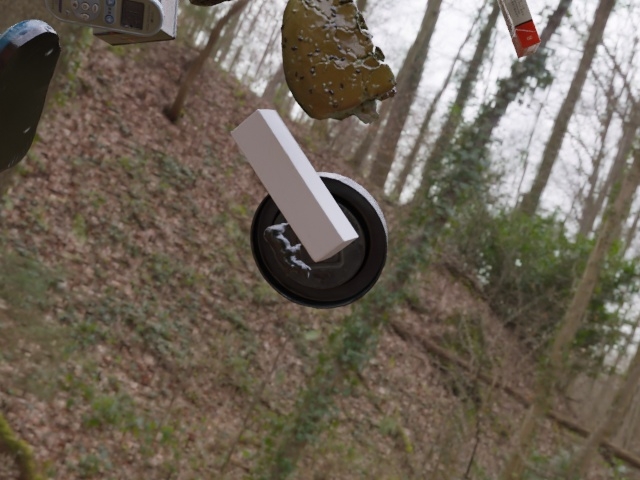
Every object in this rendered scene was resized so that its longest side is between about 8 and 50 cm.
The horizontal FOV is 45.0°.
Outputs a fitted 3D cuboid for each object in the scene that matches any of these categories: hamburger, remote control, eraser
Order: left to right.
[{"bbox_3d":[-0.448,-0.486,1.618,0.244,0.087,0.047,9,24,-7],"label":"remote control"},{"bbox_3d":[-0.049,-0.106,1.460,0.298,0.078,0.076,56,24,7],"label":"eraser"},{"bbox_3d":[0.016,-0.331,1.397,0.288,0.192,0.168,61,-3,5],"label":"hamburger"}]

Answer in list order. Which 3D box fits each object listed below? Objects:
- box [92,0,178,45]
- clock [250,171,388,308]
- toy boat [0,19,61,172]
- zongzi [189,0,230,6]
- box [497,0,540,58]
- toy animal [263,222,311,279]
[{"bbox_3d":[-0.446,-0.644,1.894,0.198,0.310,0.084,1,-6,23],"label":"box"},{"bbox_3d":[-0.001,0.000,1.766,0.318,0.319,0.066,20,21,6],"label":"clock"},{"bbox_3d":[-0.477,-0.216,1.136,0.092,0.134,0.299,41,-48,4],"label":"toy boat"},{"bbox_3d":[-0.110,-0.554,1.367,0.299,0.145,0.274,1,-34,-4],"label":"zongzi"},{"bbox_3d":[0.413,-0.469,1.623,0.048,0.152,0.100,-17,-2,11],"label":"box"},{"bbox_3d":[-0.063,0.024,1.535,0.065,0.136,0.047,-20,-18,-40],"label":"toy animal"}]
